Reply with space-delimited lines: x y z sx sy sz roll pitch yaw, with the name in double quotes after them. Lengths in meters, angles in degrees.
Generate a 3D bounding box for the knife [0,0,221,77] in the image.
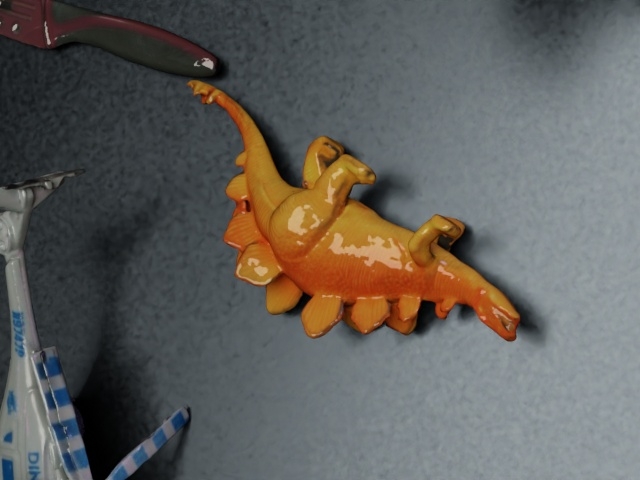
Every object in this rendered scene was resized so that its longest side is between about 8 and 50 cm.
-0.177 -0.145 1.332 0.247 0.018 0.035 17 94 22 "knife"

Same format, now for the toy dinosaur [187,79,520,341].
0.000 0.000 1.233 0.288 0.070 0.117 32 95 23 "toy dinosaur"

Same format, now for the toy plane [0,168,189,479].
-0.191 0.102 1.238 0.107 0.182 0.273 2 121 51 "toy plane"
